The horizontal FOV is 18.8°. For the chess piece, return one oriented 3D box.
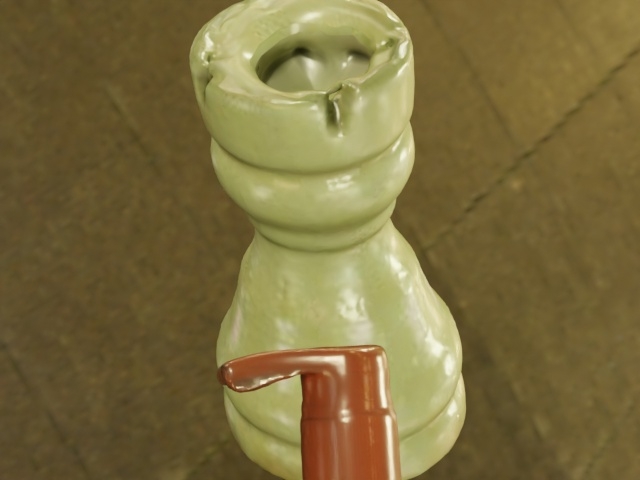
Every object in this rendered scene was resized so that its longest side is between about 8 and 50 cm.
[{"bbox_3d":[0.000,0.000,1.703,0.234,0.234,0.442,-73,161,-45],"label":"chess piece"}]

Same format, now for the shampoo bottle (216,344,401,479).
[{"bbox_3d":[0.013,0.162,0.733,0.085,0.085,0.244,-1,85,-51],"label":"shampoo bottle"}]
